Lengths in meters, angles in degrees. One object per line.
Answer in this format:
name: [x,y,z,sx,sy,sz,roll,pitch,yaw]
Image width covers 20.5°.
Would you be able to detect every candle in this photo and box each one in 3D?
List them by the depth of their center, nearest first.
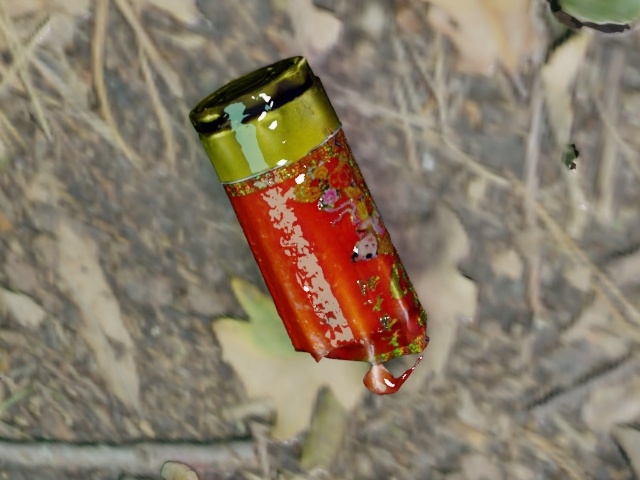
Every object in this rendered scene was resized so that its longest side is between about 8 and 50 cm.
candle: [0.000,0.000,0.651,0.052,0.052,0.130,-14,108,41]

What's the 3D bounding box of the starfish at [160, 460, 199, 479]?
starfish: [0.007,0.292,0.659,0.398,0.132,0.383,-3,73,64]
